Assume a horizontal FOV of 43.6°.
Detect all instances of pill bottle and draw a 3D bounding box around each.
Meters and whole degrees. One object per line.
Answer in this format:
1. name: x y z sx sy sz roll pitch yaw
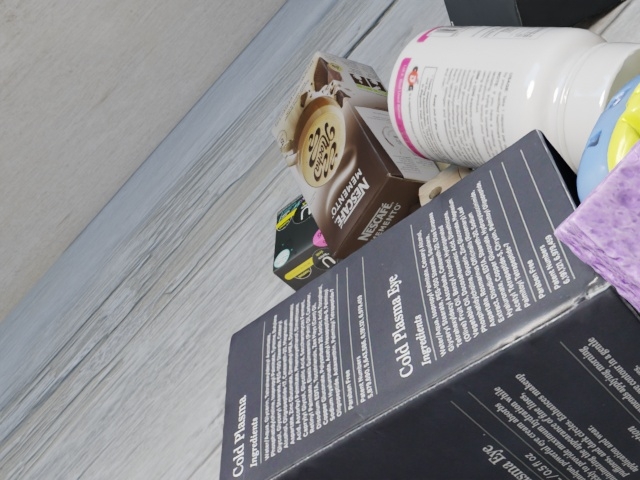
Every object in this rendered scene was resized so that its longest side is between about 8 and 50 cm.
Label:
1. pill bottle: 0.220 -0.147 0.862 0.283 0.160 0.160 21 71 51

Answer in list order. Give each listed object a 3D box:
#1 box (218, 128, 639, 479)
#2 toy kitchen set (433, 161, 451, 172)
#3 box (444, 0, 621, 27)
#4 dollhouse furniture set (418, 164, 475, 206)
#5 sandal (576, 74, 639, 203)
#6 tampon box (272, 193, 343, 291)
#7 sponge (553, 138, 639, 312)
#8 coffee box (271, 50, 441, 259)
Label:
1. box: 0.149 0.148 0.638 0.312 0.343 0.179 -35 31 22
2. toy kitchen set: 0.212 -0.222 1.315 0.207 0.122 0.166 -33 24 -15
3. box: 0.334 -0.410 1.300 0.184 0.103 0.261 -30 27 -6
4. dollhouse furniture set: 0.212 -0.080 1.074 0.129 0.129 0.184 -36 31 21
5. sandal: 0.269 -0.082 0.566 0.317 0.126 0.138 -35 -2 -35
6. tampon box: 0.000 0.000 1.305 0.120 0.101 0.161 -36 30 23
7. sponge: 0.239 -0.041 0.433 0.210 0.117 0.031 -45 -9 -11
8. coffee box: 0.051 -0.128 1.226 0.168 0.119 0.297 -56 43 32
